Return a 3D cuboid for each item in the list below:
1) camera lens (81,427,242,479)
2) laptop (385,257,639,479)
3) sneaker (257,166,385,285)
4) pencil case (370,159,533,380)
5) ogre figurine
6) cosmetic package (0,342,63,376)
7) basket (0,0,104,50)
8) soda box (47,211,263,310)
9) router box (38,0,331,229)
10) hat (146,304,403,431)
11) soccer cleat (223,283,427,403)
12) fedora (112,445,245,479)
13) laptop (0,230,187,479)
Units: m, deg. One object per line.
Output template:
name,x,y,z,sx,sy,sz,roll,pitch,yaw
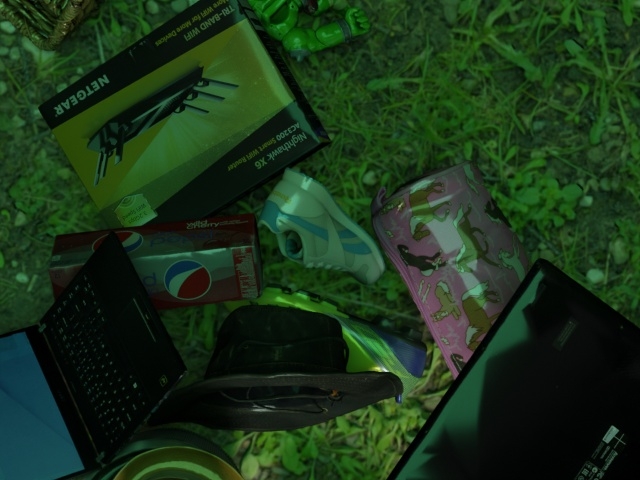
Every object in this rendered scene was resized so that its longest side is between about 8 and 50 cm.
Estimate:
camera lens,-0.198,0.349,1.704,0.219,0.274,0.219,0,87,-4
laptop,0.297,0.289,1.734,0.408,0.236,0.382,36,84,-8
sneaker,0.000,0.000,1.792,0.092,0.087,0.229,-55,131,-11
pencil case,0.209,0.083,1.809,0.160,0.167,0.386,-27,88,34
ogre figurine,-0.041,-0.325,1.849,0.118,0.097,0.197,-43,101,-17
cosmetic package,-0.444,0.197,1.760,0.184,0.151,0.151,18,84,-2
basket,-0.392,-0.429,1.773,0.223,0.213,0.299,-44,90,-6
soda box,-0.207,0.033,1.737,0.263,0.092,0.083,-6,119,1
router box,-0.179,-0.153,1.796,0.309,0.081,0.243,-32,89,12
hat,-0.066,0.151,1.717,0.331,0.331,0.134,-6,73,-4
soccer cleat,0.000,0.137,1.822,0.289,0.093,0.121,18,88,-3
fedora,-0.157,0.327,1.530,0.194,0.079,0.194,0,86,-3
laptop,-0.319,0.147,1.591,0.264,0.137,0.234,-49,53,22
